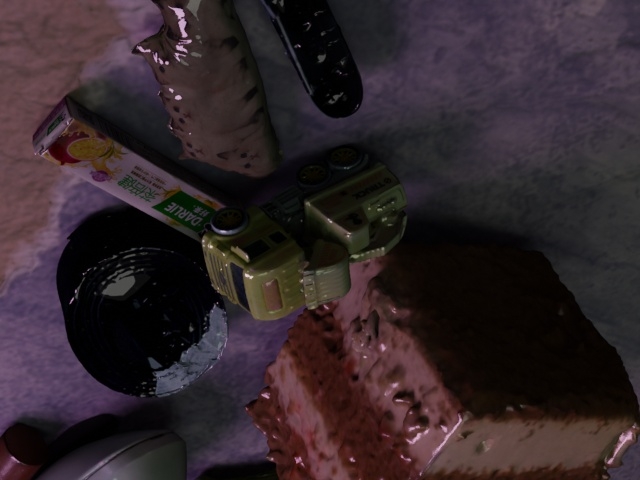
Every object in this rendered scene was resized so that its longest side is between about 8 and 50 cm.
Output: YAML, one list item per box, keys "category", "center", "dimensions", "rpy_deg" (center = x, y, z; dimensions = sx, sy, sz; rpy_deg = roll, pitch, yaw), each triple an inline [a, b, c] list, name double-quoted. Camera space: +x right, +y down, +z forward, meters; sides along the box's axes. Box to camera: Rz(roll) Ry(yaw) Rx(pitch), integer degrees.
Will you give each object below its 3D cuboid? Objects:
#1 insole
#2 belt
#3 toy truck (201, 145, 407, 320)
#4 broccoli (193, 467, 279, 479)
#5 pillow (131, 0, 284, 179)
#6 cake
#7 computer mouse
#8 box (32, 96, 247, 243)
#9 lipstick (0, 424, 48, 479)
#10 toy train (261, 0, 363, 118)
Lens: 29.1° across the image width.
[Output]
- category: "insole"
  center: [-0.273, 0.224, 1.320]
  dimensions: [0.135, 0.002, 0.045]
  rpy_deg: [-35, 132, 13]
- category: "belt"
  center: [-0.164, 0.062, 1.161]
  dimensions: [0.151, 0.078, 0.198]
  rpy_deg: [-22, 132, -5]
- category: "toy truck"
  center: [0.000, 0.000, 1.108]
  dimensions: [0.191, 0.116, 0.085]
  rpy_deg: [-29, 136, -23]
- category: "broccoli"
  center: [-0.004, 0.305, 1.414]
  dimensions: [0.304, 0.145, 0.165]
  rpy_deg: [6, 125, -7]
- category: "pillow"
  center: [-0.096, -0.130, 1.029]
  dimensions: [0.093, 0.051, 0.241]
  rpy_deg: [-19, 136, -2]
- category: "cake"
  center: [0.111, 0.166, 1.211]
  dimensions: [0.282, 0.255, 0.290]
  rpy_deg: [5, 129, -34]
- category: "computer mouse"
  center: [-0.263, 0.281, 1.303]
  dimensions: [0.288, 0.097, 0.159]
  rpy_deg: [-34, 170, 25]
- category: "box"
  center: [-0.155, -0.054, 1.085]
  dimensions: [0.207, 0.041, 0.050]
  rpy_deg: [31, 111, -38]
- category: "lipstick"
  center: [-0.406, 0.330, 1.334]
  dimensions: [0.057, 0.057, 0.356]
  rpy_deg: [23, 119, -34]
- category: "toy train"
  center: [-0.020, -0.192, 1.001]
  dimensions: [0.052, 0.051, 0.234]
  rpy_deg: [-25, 137, 4]
